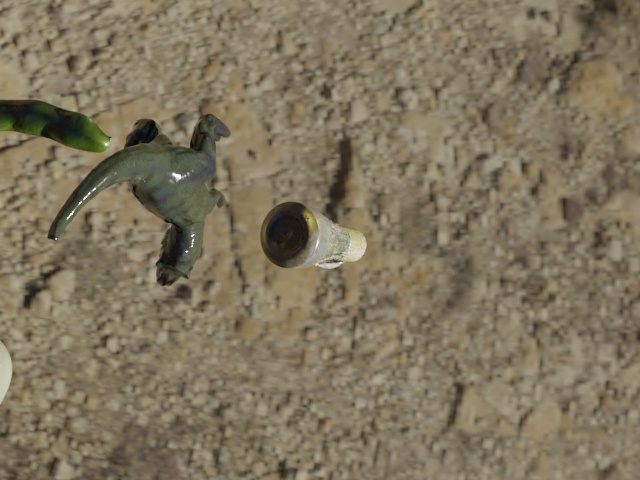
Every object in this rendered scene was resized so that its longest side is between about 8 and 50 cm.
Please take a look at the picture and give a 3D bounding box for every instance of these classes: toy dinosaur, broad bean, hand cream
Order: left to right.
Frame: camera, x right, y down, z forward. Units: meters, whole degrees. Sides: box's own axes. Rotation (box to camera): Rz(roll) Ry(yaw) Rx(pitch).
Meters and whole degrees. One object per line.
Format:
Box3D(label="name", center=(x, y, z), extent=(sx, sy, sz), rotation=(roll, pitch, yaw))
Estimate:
Box3D(label="broad bean", center=(-0.370, -0.143, 1.785), extent=(0.039, 0.226, 0.069), rotation=(28, 63, -77))
Box3D(label="toy dinosaur", center=(-0.122, -0.012, 1.111), extent=(0.179, 0.087, 0.187), rotation=(-79, 157, -43))
Box3D(label="hand cream", center=(0.000, 0.000, 1.839), extent=(0.203, 0.084, 0.084), rotation=(10, 83, -65))

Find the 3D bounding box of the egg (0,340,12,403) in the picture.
Box3D(label="egg", center=(-0.526, 0.193, 1.842), extent=(0.253, 0.188, 0.189), rotation=(-16, 100, -9))
